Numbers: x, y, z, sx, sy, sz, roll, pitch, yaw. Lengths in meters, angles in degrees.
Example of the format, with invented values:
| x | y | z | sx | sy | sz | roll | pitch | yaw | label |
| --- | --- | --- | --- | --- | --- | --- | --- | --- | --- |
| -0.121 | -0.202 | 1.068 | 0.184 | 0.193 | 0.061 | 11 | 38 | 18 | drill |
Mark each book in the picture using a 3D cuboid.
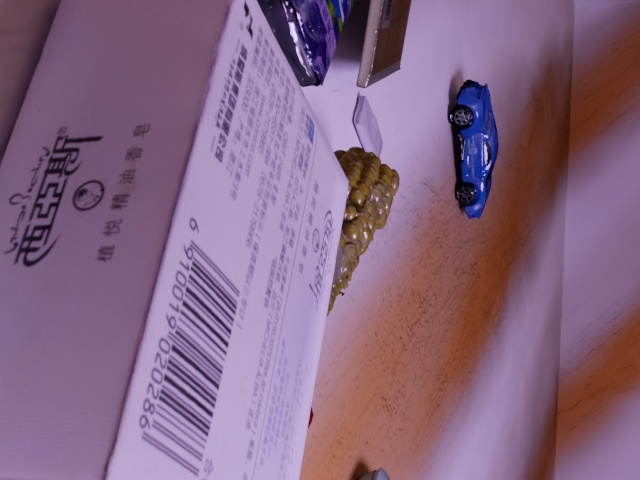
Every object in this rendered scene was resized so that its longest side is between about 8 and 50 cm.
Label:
| x | y | z | sx | sy | sz | roll | pitch | yaw | label |
| --- | --- | --- | --- | --- | --- | --- | --- | --- | --- |
| 0.075 | -0.254 | 1.014 | 0.242 | 0.018 | 0.170 | -50 | 150 | -72 | book |

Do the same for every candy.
| x | y | z | sx | sy | sz | roll | pitch | yaw | label |
| --- | --- | --- | --- | --- | --- | --- | --- | --- | --- |
| 0.000 | -0.244 | 0.838 | 0.312 | 0.061 | 0.088 | -70 | 150 | -45 | candy |

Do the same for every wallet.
| x | y | z | sx | sy | sz | roll | pitch | yaw | label |
| --- | --- | --- | --- | --- | --- | --- | --- | --- | --- |
| 0.053 | -0.115 | 1.050 | 0.083 | 0.011 | 0.044 | 62 | 33 | -50 | wallet |

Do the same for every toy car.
| x | y | z | sx | sy | sz | roll | pitch | yaw | label |
| --- | --- | --- | --- | --- | --- | --- | --- | --- | --- |
| 0.242 | -0.138 | 1.496 | 0.103 | 0.063 | 0.216 | -50 | 135 | -62 | toy car |

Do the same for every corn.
| x | y | z | sx | sy | sz | roll | pitch | yaw | label |
| --- | --- | --- | --- | --- | --- | --- | --- | --- | --- |
| 0.000 | 0.000 | 0.790 | 0.288 | 0.086 | 0.087 | -57 | 141 | -56 | corn |

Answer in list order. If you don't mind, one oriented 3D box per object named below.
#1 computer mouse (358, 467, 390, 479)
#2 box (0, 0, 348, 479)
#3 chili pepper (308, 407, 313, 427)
| x | y | z | sx | sy | sz | roll | pitch | yaw | label |
| --- | --- | --- | --- | --- | --- | --- | --- | --- | --- |
| 0.064 | 0.364 | 0.937 | 0.288 | 0.097 | 0.159 | -68 | 148 | -46 | computer mouse |
| -0.080 | 0.027 | 0.522 | 0.203 | 0.116 | 0.274 | 57 | 37 | -55 | box |
| -0.036 | 0.137 | 0.728 | 0.169 | 0.064 | 0.088 | 12 | 89 | -75 | chili pepper |
